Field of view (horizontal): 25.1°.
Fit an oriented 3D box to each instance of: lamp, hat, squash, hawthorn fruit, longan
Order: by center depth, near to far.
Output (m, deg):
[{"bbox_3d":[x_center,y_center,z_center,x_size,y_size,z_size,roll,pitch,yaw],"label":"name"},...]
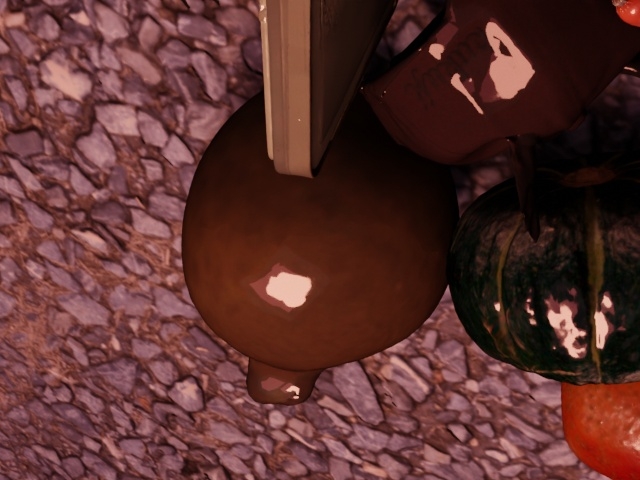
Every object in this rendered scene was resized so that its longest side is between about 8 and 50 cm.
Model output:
[{"bbox_3d":[0.180,-0.162,1.041,0.209,0.238,0.336,34,130,3],"label":"hat"},{"bbox_3d":[0.017,-0.219,1.054,0.047,0.269,0.266,11,135,13],"label":"lamp"},{"bbox_3d":[0.228,0.021,1.161,0.252,0.252,0.165,2,110,32],"label":"squash"},{"bbox_3d":[0.310,0.153,1.258,0.194,0.157,0.157,22,140,36],"label":"hawthorn fruit"},{"bbox_3d":[0.000,0.000,1.260,0.243,0.300,0.300,11,135,16],"label":"longan"}]

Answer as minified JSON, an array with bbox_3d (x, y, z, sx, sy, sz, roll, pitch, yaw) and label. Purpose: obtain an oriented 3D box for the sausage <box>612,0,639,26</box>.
[{"bbox_3d":[0.302,-0.151,1.014,0.253,0.034,0.034,5,149,-28],"label":"sausage"}]
